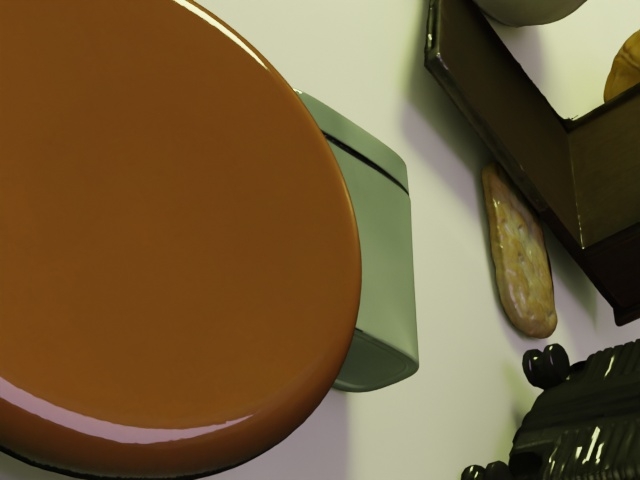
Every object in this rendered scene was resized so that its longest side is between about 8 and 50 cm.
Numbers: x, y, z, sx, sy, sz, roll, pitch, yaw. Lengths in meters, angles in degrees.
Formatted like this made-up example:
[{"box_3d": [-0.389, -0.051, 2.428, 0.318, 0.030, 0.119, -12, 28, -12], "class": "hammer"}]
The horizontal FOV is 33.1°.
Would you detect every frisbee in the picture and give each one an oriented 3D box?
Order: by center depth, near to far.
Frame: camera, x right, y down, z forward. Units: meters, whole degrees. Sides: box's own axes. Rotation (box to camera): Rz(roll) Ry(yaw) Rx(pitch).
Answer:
[{"box_3d": [-0.084, -0.022, 0.452, 0.251, 0.021, 0.251, 19, 52, -27], "class": "frisbee"}]

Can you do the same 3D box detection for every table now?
[{"box_3d": [0.258, -0.132, 0.817, 0.282, 0.250, 0.196, 47, 31, -25], "class": "table"}]

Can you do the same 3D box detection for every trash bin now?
[{"box_3d": [0.000, 0.000, 0.566, 0.116, 0.059, 0.130, 29, 47, -38], "class": "trash bin"}]

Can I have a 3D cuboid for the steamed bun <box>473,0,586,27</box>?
[{"box_3d": [0.184, -0.312, 0.955, 0.232, 0.145, 0.232, 33, 44, -38], "class": "steamed bun"}]

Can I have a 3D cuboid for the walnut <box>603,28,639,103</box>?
[{"box_3d": [0.373, -0.146, 1.054, 0.193, 0.193, 0.225, 60, 33, -4], "class": "walnut"}]

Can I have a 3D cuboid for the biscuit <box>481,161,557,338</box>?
[{"box_3d": [0.147, 0.005, 0.798, 0.071, 0.018, 0.147, 26, 49, -40], "class": "biscuit"}]

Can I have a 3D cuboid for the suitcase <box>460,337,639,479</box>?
[{"box_3d": [0.278, 0.203, 0.648, 0.335, 0.229, 0.152, 54, 42, -14], "class": "suitcase"}]
